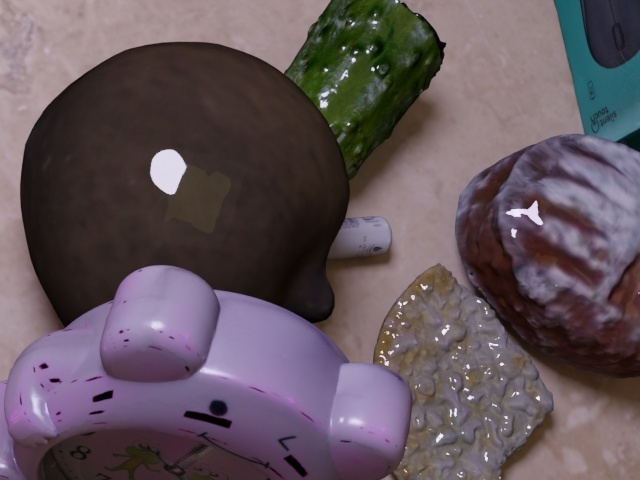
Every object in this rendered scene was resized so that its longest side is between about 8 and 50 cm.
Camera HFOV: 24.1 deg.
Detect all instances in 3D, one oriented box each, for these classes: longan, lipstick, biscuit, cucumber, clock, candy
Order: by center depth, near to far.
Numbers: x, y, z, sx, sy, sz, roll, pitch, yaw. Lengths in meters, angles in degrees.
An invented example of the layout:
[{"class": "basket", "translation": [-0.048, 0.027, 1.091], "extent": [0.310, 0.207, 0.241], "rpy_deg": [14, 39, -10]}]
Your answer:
[{"class": "clock", "translation": [-0.105, 0.159, 1.164], "extent": [0.295, 0.322, 0.113], "rpy_deg": [28, 48, -18]}, {"class": "longan", "translation": [-0.110, -0.023, 1.261], "extent": [0.300, 0.243, 0.300], "rpy_deg": [0, 87, -8]}, {"class": "cucumber", "translation": [0.005, -0.118, 1.419], "extent": [0.134, 0.134, 0.244], "rpy_deg": [38, 74, -9]}, {"class": "lipstick", "translation": [0.000, 0.000, 1.420], "extent": [0.141, 0.040, 0.040], "rpy_deg": [-6, 77, -25]}, {"class": "biscuit", "translation": [0.134, 0.153, 1.435], "extent": [0.188, 0.040, 0.265], "rpy_deg": [3, 75, -23]}, {"class": "candy", "translation": [0.279, 0.015, 1.474], "extent": [0.289, 0.157, 0.214], "rpy_deg": [26, 71, -15]}]

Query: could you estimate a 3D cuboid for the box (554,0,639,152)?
[{"class": "box", "translation": [0.344, -0.258, 1.556], "extent": [0.118, 0.205, 0.311], "rpy_deg": [-6, 78, -24]}]
